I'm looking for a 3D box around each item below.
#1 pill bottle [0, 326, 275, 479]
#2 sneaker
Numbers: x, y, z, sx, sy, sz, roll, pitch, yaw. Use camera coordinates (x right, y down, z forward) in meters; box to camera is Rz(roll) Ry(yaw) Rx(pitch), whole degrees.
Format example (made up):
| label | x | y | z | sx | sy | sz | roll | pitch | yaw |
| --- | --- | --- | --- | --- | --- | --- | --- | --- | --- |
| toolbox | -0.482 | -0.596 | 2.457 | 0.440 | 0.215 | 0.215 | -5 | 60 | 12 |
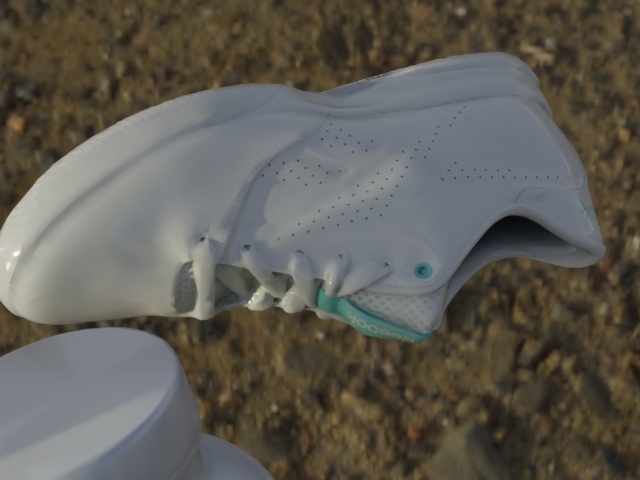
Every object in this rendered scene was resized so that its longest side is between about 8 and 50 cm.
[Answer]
| label | x | y | z | sx | sy | sz | roll | pitch | yaw |
| --- | --- | --- | --- | --- | --- | --- | --- | --- | --- |
| pill bottle | -0.048 | 0.121 | 0.474 | 0.103 | 0.184 | 0.103 | -14 | 27 | 7 |
| sneaker | 0.000 | 0.000 | 0.547 | 0.212 | 0.080 | 0.094 | -16 | 62 | -20 |
